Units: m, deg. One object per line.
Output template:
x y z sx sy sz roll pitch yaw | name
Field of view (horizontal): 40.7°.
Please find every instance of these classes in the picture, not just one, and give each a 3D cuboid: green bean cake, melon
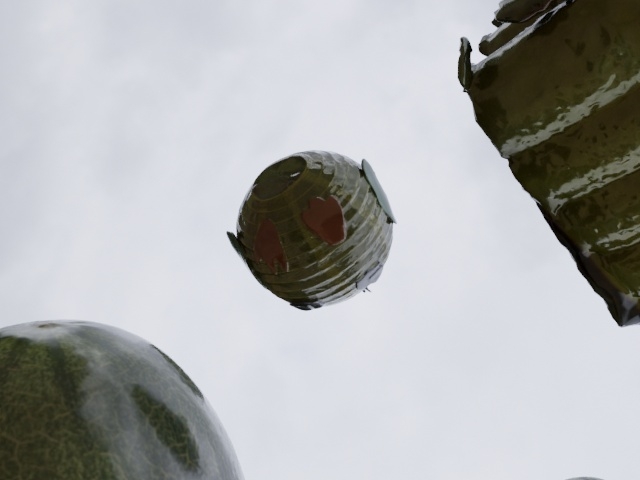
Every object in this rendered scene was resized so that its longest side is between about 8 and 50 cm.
0.278 -0.119 0.637 0.202 0.310 0.285 -27 -155 43 | green bean cake
-0.164 0.200 0.584 0.237 0.237 0.302 6 -72 49 | melon

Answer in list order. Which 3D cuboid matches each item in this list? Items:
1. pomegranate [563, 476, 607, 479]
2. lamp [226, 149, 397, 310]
0.375 0.449 1.250 0.211 0.263 0.211 -10 -106 37 | pomegranate
0.000 0.000 1.334 0.250 0.284 0.250 -20 -141 17 | lamp
